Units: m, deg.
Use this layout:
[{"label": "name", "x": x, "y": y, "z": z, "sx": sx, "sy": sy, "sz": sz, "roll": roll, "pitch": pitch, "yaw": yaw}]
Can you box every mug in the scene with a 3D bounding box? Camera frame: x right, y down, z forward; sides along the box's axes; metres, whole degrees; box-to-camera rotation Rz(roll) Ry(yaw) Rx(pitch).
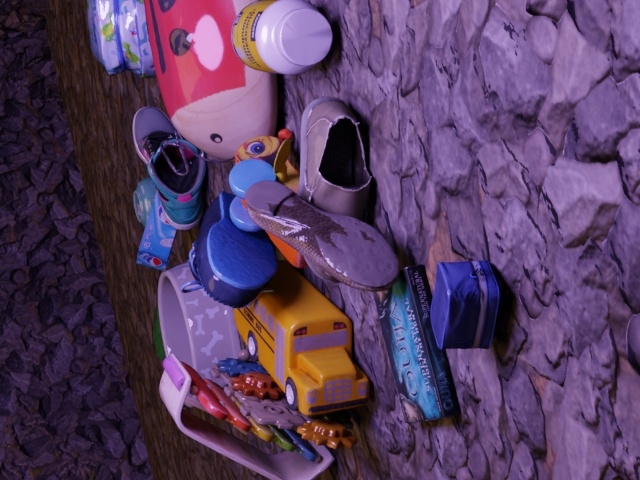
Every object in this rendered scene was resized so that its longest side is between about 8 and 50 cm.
[{"label": "mug", "x": -0.379, "y": -0.094, "z": 2.454, "sx": 0.158, "sy": 0.097, "sz": 0.130, "roll": 111, "pitch": 144, "yaw": -56}]

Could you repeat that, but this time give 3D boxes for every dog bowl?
[{"label": "dog bowl", "x": -0.271, "y": 0.206, "z": 2.303, "sx": 0.348, "sy": 0.102, "sz": 0.349, "roll": 169, "pitch": 90, "yaw": -70}]

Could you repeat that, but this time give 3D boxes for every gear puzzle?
[{"label": "gear puzzle", "x": -0.045, "y": 0.238, "z": 1.605, "sx": 0.339, "sy": 0.175, "sz": 0.044, "roll": -147, "pitch": 67, "yaw": -64}]

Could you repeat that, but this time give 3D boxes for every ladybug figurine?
[{"label": "ladybug figurine", "x": -0.190, "y": -0.341, "z": 1.722, "sx": 0.305, "sy": 0.161, "sz": 0.450, "roll": 150, "pitch": 109, "yaw": -69}]

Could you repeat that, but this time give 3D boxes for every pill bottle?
[{"label": "pill bottle", "x": -0.052, "y": -0.283, "z": 1.459, "sx": 0.184, "sy": 0.103, "sz": 0.103, "roll": -154, "pitch": 56, "yaw": -66}]

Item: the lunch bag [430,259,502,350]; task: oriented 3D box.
[{"label": "lunch bag", "x": 0.158, "y": 0.066, "z": 1.118, "sx": 0.067, "sy": 0.065, "sz": 0.098, "roll": -100, "pitch": 11, "yaw": -52}]

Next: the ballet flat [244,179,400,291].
[{"label": "ballet flat", "x": 0.000, "y": 0.000, "z": 1.340, "sx": 0.249, "sy": 0.084, "sz": 0.058, "roll": 30, "pitch": 147, "yaw": 30}]

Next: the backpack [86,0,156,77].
[{"label": "backpack", "x": -0.337, "y": -0.435, "z": 2.006, "sx": 0.355, "sy": 0.273, "sz": 0.290, "roll": 35, "pitch": 128, "yaw": 48}]

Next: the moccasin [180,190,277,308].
[{"label": "moccasin", "x": -0.138, "y": 0.036, "z": 1.627, "sx": 0.117, "sy": 0.137, "sz": 0.342, "roll": -56, "pitch": 10, "yaw": 16}]

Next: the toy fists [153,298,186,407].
[{"label": "toy fists", "x": -0.346, "y": 0.271, "z": 2.552, "sx": 0.142, "sy": 0.096, "sz": 0.279, "roll": 110, "pitch": 147, "yaw": -46}]

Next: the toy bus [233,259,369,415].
[{"label": "toy bus", "x": -0.036, "y": 0.144, "z": 1.616, "sx": 0.332, "sy": 0.108, "sz": 0.130, "roll": -141, "pitch": 50, "yaw": -61}]

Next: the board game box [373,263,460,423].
[{"label": "board game box", "x": 0.116, "y": 0.133, "z": 1.317, "sx": 0.126, "sy": 0.026, "sz": 0.186, "roll": 144, "pitch": 115, "yaw": -68}]

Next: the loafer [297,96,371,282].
[{"label": "loafer", "x": 0.017, "y": -0.062, "z": 1.392, "sx": 0.087, "sy": 0.094, "sz": 0.251, "roll": -148, "pitch": 51, "yaw": -69}]

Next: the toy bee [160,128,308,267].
[{"label": "toy bee", "x": -0.077, "y": -0.102, "z": 1.589, "sx": 0.298, "sy": 0.162, "sz": 0.195, "roll": 49, "pitch": 153, "yaw": 5}]

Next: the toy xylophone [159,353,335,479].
[{"label": "toy xylophone", "x": -0.141, "y": 0.290, "z": 1.714, "sx": 0.081, "sy": 0.322, "sz": 0.236, "roll": -56, "pitch": 34, "yaw": 0}]

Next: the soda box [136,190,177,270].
[{"label": "soda box", "x": -0.340, "y": -0.043, "z": 2.289, "sx": 0.071, "sy": 0.067, "sz": 0.210, "roll": 115, "pitch": 168, "yaw": -56}]

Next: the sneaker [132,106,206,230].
[{"label": "sneaker", "x": -0.323, "y": -0.184, "z": 2.212, "sx": 0.178, "sy": 0.123, "sz": 0.296, "roll": 115, "pitch": 134, "yaw": -65}]
